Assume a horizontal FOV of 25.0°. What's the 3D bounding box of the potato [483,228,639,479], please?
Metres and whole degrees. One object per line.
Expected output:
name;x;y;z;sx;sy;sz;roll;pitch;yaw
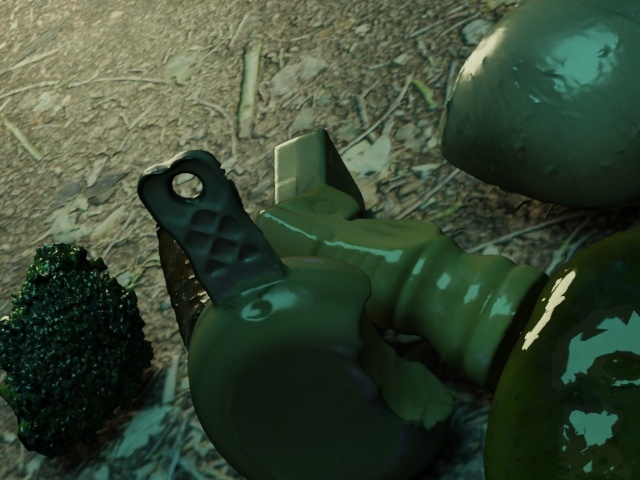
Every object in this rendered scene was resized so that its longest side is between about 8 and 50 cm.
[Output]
potato;0.185;0.105;0.855;0.169;0.143;0.248;0;56;31

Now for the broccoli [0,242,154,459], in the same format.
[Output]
broccoli;-0.220;0.093;1.192;0.154;0.167;0.160;-24;-9;-46

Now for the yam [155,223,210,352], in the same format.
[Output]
yam;-0.089;0.036;1.184;0.079;0.079;0.141;-29;38;6

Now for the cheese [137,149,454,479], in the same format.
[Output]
cheese;-0.026;0.058;0.940;0.163;0.286;0.082;-21;33;13

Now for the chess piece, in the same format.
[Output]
chess piece;0.053;0.020;1.017;0.200;0.090;0.090;27;63;18

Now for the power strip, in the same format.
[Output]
power strip;0.000;0.000;1.145;0.053;0.093;0.288;-20;39;15

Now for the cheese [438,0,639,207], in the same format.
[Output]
cheese;0.200;-0.116;1.081;0.198;0.154;0.189;-44;43;-15
